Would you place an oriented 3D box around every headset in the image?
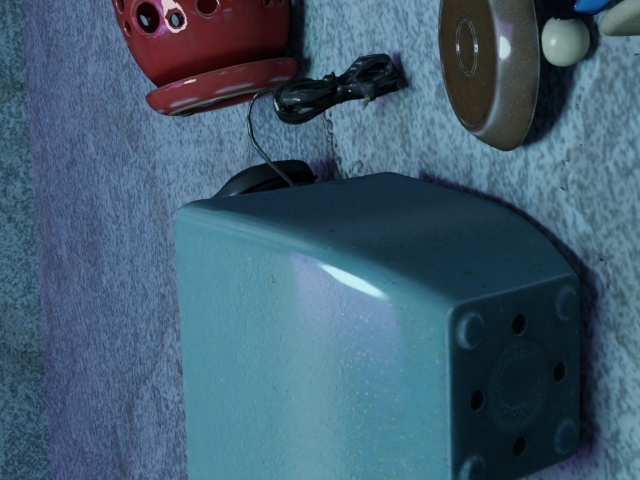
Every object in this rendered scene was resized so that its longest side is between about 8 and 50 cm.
[{"bbox_3d":[0.000,0.000,1.186,0.243,0.185,0.394,49,154,40],"label":"headset"}]

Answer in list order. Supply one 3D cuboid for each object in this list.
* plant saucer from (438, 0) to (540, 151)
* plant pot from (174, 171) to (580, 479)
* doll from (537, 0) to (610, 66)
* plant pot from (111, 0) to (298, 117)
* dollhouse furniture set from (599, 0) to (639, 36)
[{"bbox_3d":[0.124,-0.151,0.915,0.168,0.029,0.168,173,90,-79],"label":"plant saucer"},{"bbox_3d":[0.062,0.090,0.927,0.252,0.248,0.247,12,107,49],"label":"plant pot"},{"bbox_3d":[0.179,-0.210,0.809,0.129,0.046,0.189,-133,43,-52],"label":"doll"},{"bbox_3d":[-0.120,-0.232,1.275,0.191,0.191,0.174,-6,99,65],"label":"plant pot"},{"bbox_3d":[0.199,-0.286,0.571,0.286,0.198,0.303,-27,72,63],"label":"dollhouse furniture set"}]
